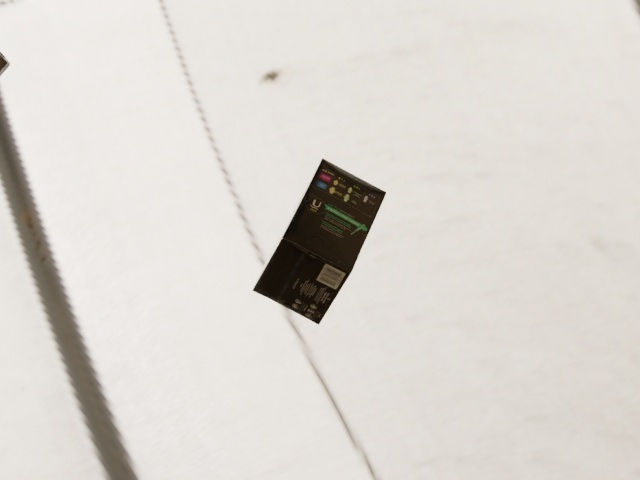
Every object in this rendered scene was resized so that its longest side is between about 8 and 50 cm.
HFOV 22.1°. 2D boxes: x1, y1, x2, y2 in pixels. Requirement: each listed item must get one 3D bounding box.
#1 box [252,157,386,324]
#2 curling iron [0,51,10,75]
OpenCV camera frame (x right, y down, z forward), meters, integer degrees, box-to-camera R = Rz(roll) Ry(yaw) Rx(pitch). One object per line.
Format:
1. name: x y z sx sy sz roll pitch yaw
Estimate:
1. box: 0.000 0.000 1.082 0.052 0.062 0.083 28 -134 -3
2. curling iron: -0.310 -0.035 1.060 0.274 0.068 0.035 -40 -60 9
